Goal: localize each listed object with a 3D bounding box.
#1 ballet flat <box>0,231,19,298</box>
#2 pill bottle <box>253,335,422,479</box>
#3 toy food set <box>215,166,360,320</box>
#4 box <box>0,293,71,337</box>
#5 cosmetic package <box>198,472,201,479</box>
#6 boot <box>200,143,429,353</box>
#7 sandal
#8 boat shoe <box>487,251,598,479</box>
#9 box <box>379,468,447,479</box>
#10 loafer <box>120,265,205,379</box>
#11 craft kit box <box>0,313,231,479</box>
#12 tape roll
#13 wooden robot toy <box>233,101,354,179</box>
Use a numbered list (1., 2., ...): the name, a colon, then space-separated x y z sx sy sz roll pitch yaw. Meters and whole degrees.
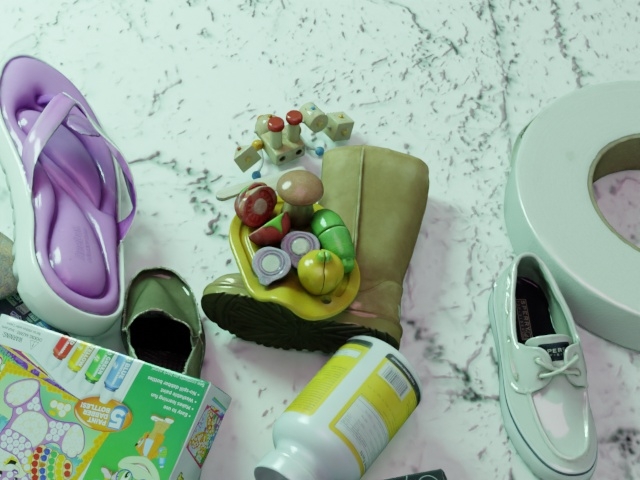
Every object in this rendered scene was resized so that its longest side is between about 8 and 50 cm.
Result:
1. ballet flat: -0.455 -0.019 1.221 0.316 0.106 0.107 14 52 6
2. pill bottle: 0.016 0.191 1.198 0.103 0.103 0.184 33 56 17
3. toy food set: -0.032 -0.017 1.261 0.128 0.071 0.218 -11 51 -19
4. box: -0.394 0.106 1.236 0.233 0.059 0.183 40 59 22
5. cosmetic package: -0.181 0.299 1.119 0.099 0.060 0.239 9 53 -1
6. boot: 0.000 0.000 1.357 0.236 0.089 0.269 14 51 -6
7. sandal: -0.269 -0.074 1.314 0.169 0.102 0.416 22 37 -42
8. boat shoe: 0.247 0.134 1.279 0.096 0.088 0.267 1 53 -7
9. box: 0.009 0.330 1.070 0.247 0.142 0.163 -8 56 -12
10. loafer: -0.159 0.100 1.225 0.094 0.087 0.251 0 35 -14
11. craft kit box: -0.240 0.215 1.079 0.250 0.061 0.246 14 74 25
12. tape roll: 0.418 -0.036 1.439 0.392 0.072 0.392 3 53 -4
13. wooden robot toy: -0.048 -0.142 1.464 0.173 0.076 0.079 -23 49 -23
